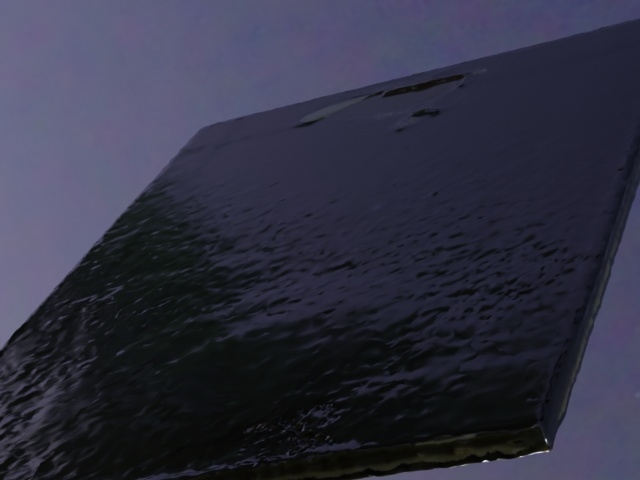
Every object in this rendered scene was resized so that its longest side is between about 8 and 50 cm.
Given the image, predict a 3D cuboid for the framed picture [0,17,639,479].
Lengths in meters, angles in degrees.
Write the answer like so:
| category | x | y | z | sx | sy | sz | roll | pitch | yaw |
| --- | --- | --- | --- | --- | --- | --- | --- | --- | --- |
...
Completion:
| category | x | y | z | sx | sy | sz | roll | pitch | yaw |
| --- | --- | --- | --- | --- | --- | --- | --- | --- | --- |
| framed picture | 0.000 | 0.000 | 0.592 | 0.244 | 0.324 | 0.013 | -11 | -67 | 25 |
